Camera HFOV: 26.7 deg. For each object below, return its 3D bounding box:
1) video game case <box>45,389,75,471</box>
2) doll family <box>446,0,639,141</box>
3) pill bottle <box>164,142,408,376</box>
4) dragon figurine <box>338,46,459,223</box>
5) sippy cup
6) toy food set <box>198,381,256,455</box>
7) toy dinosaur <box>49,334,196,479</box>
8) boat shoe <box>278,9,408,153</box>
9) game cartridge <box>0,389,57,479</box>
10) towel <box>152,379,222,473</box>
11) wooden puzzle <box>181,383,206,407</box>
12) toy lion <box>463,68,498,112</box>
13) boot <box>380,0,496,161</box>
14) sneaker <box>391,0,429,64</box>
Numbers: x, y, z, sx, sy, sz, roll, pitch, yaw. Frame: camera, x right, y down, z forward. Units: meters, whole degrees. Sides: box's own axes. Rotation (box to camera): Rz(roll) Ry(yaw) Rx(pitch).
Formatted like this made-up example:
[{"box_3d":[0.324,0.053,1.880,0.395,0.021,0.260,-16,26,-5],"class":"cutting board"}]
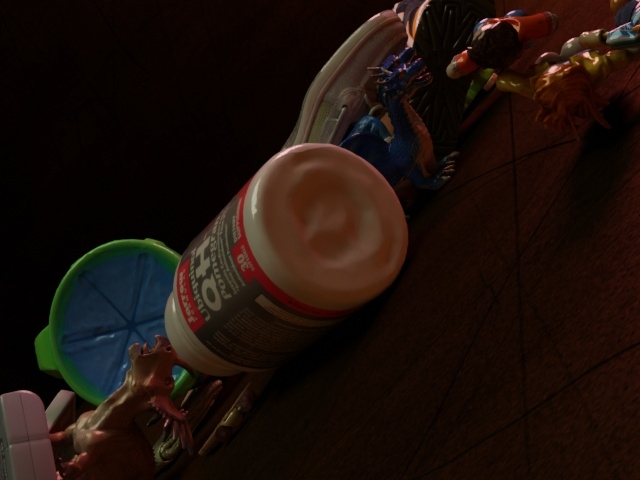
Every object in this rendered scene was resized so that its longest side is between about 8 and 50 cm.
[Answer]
[{"box_3d":[-0.385,0.378,1.859,0.204,0.025,0.285,-65,-18,-62],"class":"video game case"},{"box_3d":[0.229,-0.161,1.030,0.263,0.118,0.163,-30,6,16],"class":"doll family"},{"box_3d":[-0.054,0.038,1.447,0.176,0.176,0.318,-56,8,-34],"class":"pill bottle"},{"box_3d":[0.055,-0.085,1.511,0.289,0.144,0.085,-47,7,30],"class":"dragon figurine"},{"box_3d":[-0.226,0.124,1.889,0.240,0.305,0.224,-70,-18,0],"class":"sippy cup"},{"box_3d":[-0.101,0.206,1.553,0.078,0.019,0.122,-55,0,-28],"class":"toy food set"},{"box_3d":[-0.252,0.277,1.705,0.200,0.127,0.296,-12,-44,-25],"class":"toy dinosaur"},{"box_3d":[0.026,-0.124,1.609,0.320,0.103,0.118,-60,-12,20],"class":"boat shoe"},{"box_3d":[-0.341,0.329,1.585,0.060,0.294,0.196,-8,-10,-17],"class":"game cartridge"},{"box_3d":[-0.192,0.256,1.842,0.148,0.027,0.110,-56,7,-33],"class":"towel"},{"box_3d":[-0.183,0.216,2.055,0.078,0.014,0.116,-52,5,33],"class":"wooden puzzle"},{"box_3d":[0.196,-0.198,1.683,0.100,0.034,0.096,-56,1,-35],"class":"toy lion"},{"box_3d":[0.128,-0.200,1.671,0.269,0.089,0.236,-131,60,-83],"class":"boot"},{"box_3d":[0.173,-0.302,1.980,0.127,0.126,0.321,-53,16,28],"class":"sneaker"}]
